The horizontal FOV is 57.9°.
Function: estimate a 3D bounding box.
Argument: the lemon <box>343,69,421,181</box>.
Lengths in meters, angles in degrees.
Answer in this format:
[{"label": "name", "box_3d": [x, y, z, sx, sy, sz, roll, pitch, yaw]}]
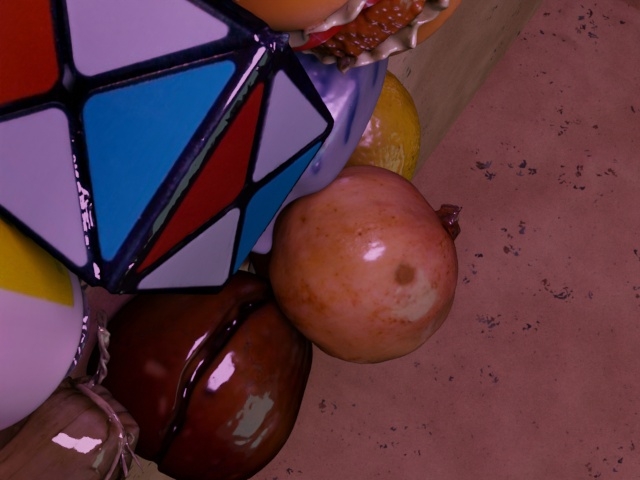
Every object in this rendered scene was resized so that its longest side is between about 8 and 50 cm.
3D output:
[{"label": "lemon", "box_3d": [0.065, -0.194, 1.109, 0.268, 0.268, 0.321, -45, 160, -35]}]

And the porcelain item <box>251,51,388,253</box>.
[{"label": "porcelain item", "box_3d": [-0.051, -0.195, 0.776, 0.405, 0.243, 0.178, -59, -174, 2]}]

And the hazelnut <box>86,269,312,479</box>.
[{"label": "hazelnut", "box_3d": [-0.210, 0.237, 1.036, 0.402, 0.402, 0.429, -50, 158, -16]}]

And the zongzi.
[{"label": "zongzi", "box_3d": [-0.443, 0.337, 0.640, 0.500, 0.218, 0.467, -45, 172, 16]}]

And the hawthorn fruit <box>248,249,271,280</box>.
[{"label": "hawthorn fruit", "box_3d": [0.000, 0.000, 1.287, 0.307, 0.276, 0.276, -39, 170, 12]}]

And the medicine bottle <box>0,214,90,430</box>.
[{"label": "medicine bottle", "box_3d": [-0.343, 0.038, 0.391, 0.213, 0.214, 0.378, -52, 167, -8]}]

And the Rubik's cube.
[{"label": "Rubik's cube", "box_3d": [-0.165, -0.111, 0.563, 0.250, 0.247, 0.248, -56, 168, 5]}]

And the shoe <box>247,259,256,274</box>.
[{"label": "shoe", "box_3d": [-0.094, 0.030, 1.467, 0.207, 0.106, 0.091, -51, 169, -39]}]

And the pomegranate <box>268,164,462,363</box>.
[{"label": "pomegranate", "box_3d": [0.087, 0.032, 0.932, 0.338, 0.338, 0.338, -50, 166, -17]}]

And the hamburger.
[{"label": "hamburger", "box_3d": [0.000, -0.302, 0.535, 0.212, 0.274, 0.274, -5, 133, -47]}]
